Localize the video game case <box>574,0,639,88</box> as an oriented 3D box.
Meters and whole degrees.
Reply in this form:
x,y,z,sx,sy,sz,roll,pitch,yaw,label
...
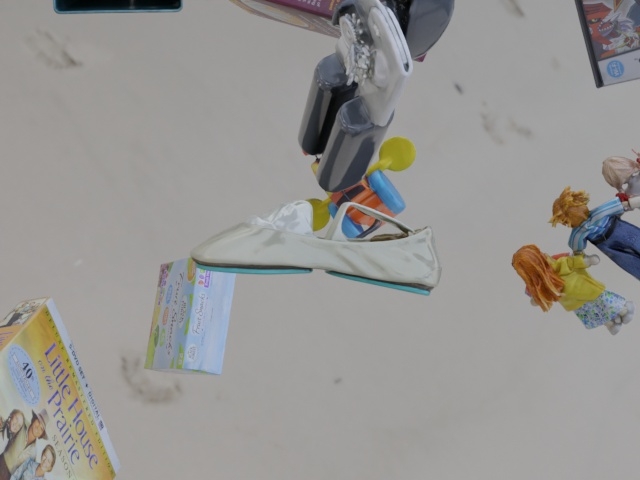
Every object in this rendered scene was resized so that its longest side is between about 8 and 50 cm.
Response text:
x,y,z,sx,sy,sz,roll,pitch,yaw,label
0.459,-0.363,1.752,0.035,0.248,0.274,-29,106,-53,video game case

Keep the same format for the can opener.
x,y,z,sx,sy,sz,roll,pitch,yaw,label
0.039,-0.111,0.981,0.093,0.280,0.074,-21,77,-16,can opener

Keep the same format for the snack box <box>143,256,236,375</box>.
x,y,z,sx,sy,sz,roll,pitch,yaw,label
-0.202,0.118,1.998,0.070,0.207,0.174,12,80,-23,snack box

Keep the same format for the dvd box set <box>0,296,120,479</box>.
x,y,z,sx,sy,sz,roll,pitch,yaw,label
-0.419,0.305,1.749,0.420,0.062,0.307,-59,136,-62,dvd box set

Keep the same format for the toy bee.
x,y,z,sx,sy,sz,roll,pitch,yaw,label
0.050,-0.090,1.862,0.162,0.195,0.298,56,-9,2,toy bee

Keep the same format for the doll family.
x,y,z,sx,sy,sz,roll,pitch,yaw,label
0.321,0.013,1.509,0.163,0.263,0.118,32,34,-11,doll family

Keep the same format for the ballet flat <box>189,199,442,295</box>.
x,y,z,sx,sy,sz,roll,pitch,yaw,label
0.000,0.000,1.232,0.249,0.086,0.086,7,49,-20,ballet flat

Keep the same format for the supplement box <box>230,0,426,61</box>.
x,y,z,sx,sy,sz,roll,pitch,yaw,label
0.001,-0.221,1.090,0.188,0.080,0.104,21,2,29,supplement box

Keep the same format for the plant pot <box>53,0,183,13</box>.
x,y,z,sx,sy,sz,roll,pitch,yaw,label
-0.269,-0.396,1.763,0.234,0.166,0.165,-110,-161,-78,plant pot
